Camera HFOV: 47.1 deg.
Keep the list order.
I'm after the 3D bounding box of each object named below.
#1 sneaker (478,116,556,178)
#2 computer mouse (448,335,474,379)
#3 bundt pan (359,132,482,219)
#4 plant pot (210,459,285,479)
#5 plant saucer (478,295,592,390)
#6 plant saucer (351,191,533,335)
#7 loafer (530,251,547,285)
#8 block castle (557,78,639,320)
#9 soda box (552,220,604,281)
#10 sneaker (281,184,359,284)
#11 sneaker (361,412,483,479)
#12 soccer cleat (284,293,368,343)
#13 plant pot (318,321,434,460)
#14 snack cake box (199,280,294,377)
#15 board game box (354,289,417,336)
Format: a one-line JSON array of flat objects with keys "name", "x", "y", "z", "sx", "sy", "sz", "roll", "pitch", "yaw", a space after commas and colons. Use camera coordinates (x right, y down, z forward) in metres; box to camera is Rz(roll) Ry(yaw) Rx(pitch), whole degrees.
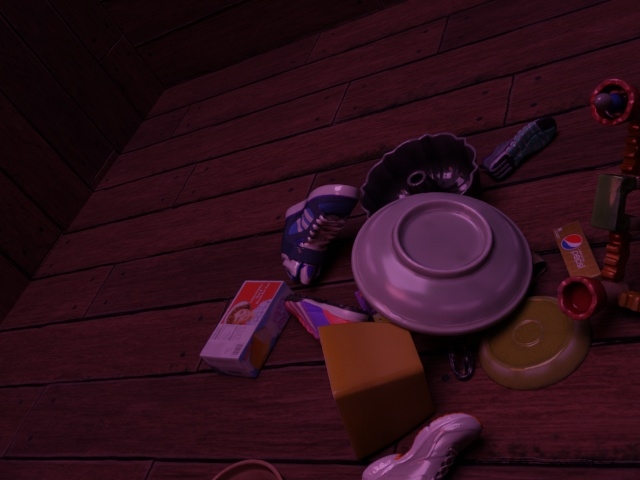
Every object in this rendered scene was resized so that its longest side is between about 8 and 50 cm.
[{"name": "sneaker", "x": 0.524, "y": -0.262, "z": 1.973, "sx": 0.223, "sy": 0.083, "sz": 0.098, "roll": -38, "pitch": 29, "yaw": -3}, {"name": "computer mouse", "x": 0.324, "y": 0.192, "z": 1.610, "sx": 0.071, "sy": 0.041, "sz": 0.242, "roll": 6, "pitch": 62, "yaw": 18}, {"name": "bundt pan", "x": 0.275, "y": -0.124, "z": 1.924, "sx": 0.330, "sy": 0.124, "sz": 0.331, "roll": -21, "pitch": 41, "yaw": 20}, {"name": "plant pot", "x": -0.148, "y": 0.581, "z": 1.500, "sx": 0.237, "sy": 0.110, "sz": 0.237, "roll": -24, "pitch": 35, "yaw": 18}, {"name": "plant saucer", "x": 0.436, "y": 0.199, "z": 1.524, "sx": 0.240, "sy": 0.037, "sz": 0.241, "roll": -23, "pitch": 36, "yaw": 18}, {"name": "plant saucer", "x": 0.265, "y": 0.018, "z": 1.609, "sx": 0.400, "sy": 0.101, "sz": 0.401, "roll": -3, "pitch": 51, "yaw": 3}, {"name": "loafer", "x": 0.450, "y": 0.082, "z": 1.636, "sx": 0.148, "sy": 0.056, "sz": 0.050, "roll": -48, "pitch": 30, "yaw": -18}, {"name": "block castle", "x": 0.609, "y": -0.048, "z": 1.310, "sx": 0.212, "sy": 0.454, "sz": 0.303, "roll": -3, "pitch": 14, "yaw": -38}, {"name": "soda box", "x": 0.561, "y": 0.041, "z": 1.588, "sx": 0.061, "sy": 0.058, "sz": 0.181, "roll": -24, "pitch": 36, "yaw": 18}, {"name": "sneaker", "x": -0.001, "y": 0.000, "z": 2.000, "sx": 0.322, "sy": 0.130, "sz": 0.236, "roll": -24, "pitch": 60, "yaw": 54}, {"name": "sneaker", "x": 0.209, "y": 0.437, "z": 1.394, "sx": 0.262, "sy": 0.099, "sz": 0.121, "roll": -38, "pitch": 41, "yaw": 10}, {"name": "soccer cleat", "x": -0.001, "y": 0.205, "z": 1.848, "sx": 0.318, "sy": 0.108, "sz": 0.117, "roll": 7, "pitch": 84, "yaw": 55}, {"name": "plant pot", "x": 0.123, "y": 0.294, "z": 1.545, "sx": 0.187, "sy": 0.212, "sz": 0.212, "roll": -17, "pitch": 35, "yaw": 2}, {"name": "snack cake box", "x": -0.189, "y": 0.233, "z": 1.980, "sx": 0.152, "sy": 0.089, "sz": 0.264, "roll": -3, "pitch": 45, "yaw": 41}, {"name": "board game box", "x": 0.263, "y": 0.110, "z": 1.776, "sx": 0.346, "sy": 0.056, "sz": 0.208, "roll": -31, "pitch": 38, "yaw": 6}]
